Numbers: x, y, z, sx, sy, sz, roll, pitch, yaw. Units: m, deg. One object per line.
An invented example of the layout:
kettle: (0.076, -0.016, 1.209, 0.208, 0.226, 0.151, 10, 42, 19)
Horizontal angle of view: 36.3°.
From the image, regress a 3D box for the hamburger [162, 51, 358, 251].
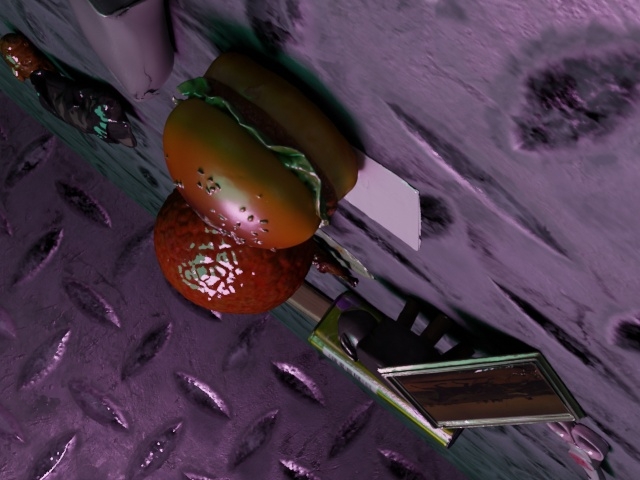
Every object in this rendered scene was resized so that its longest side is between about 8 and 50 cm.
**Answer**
hamburger: (-0.083, -0.090, 1.133, 0.246, 0.170, 0.246, 40, 173, 6)

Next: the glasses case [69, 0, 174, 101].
glasses case: (-0.245, -0.272, 1.194, 0.128, 0.083, 0.308, 45, 170, 2)

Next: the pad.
pad: (0.063, -0.062, 1.213, 0.156, 0.004, 0.232, 37, 170, 15)

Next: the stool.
stool: (0.135, 0.169, 1.575, 0.228, 0.139, 0.153, 39, 169, 8)

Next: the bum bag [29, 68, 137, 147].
bum bag: (-0.478, -0.271, 1.999, 0.340, 0.095, 0.144, 21, 153, 44)

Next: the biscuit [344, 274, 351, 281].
biscuit: (0.030, 0.051, 1.768, 0.046, 0.016, 0.089, 38, 176, 29)

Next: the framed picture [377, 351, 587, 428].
framed picture: (0.236, 0.227, 1.431, 0.252, 0.014, 0.197, -11, 140, 31)

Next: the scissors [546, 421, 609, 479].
scissors: (0.434, 0.350, 1.594, 0.118, 0.030, 0.242, 30, 162, 42)

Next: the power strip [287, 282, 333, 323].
power strip: (0.015, 0.166, 2.224, 0.387, 0.066, 0.092, 32, 169, 26)

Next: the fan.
fan: (0.000, 0.000, 1.701, 0.240, 0.009, 0.131, 35, 167, 26)

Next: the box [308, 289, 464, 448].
box: (0.145, 0.244, 1.884, 0.345, 0.134, 0.097, 37, 174, 20)

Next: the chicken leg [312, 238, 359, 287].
chicken leg: (0.007, 0.033, 1.689, 0.145, 0.037, 0.062, 41, -171, 1)

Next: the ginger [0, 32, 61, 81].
ginger: (-0.645, -0.388, 2.137, 0.103, 0.073, 0.162, 29, 166, 49)

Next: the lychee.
lychee: (-0.136, 0.001, 1.524, 0.255, 0.255, 0.300, 38, 147, 11)
